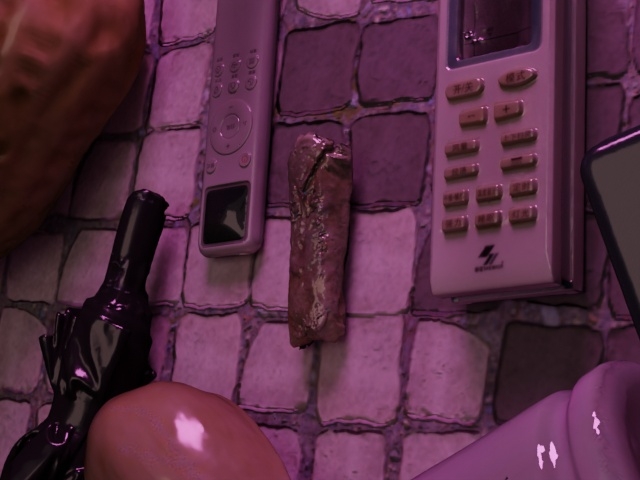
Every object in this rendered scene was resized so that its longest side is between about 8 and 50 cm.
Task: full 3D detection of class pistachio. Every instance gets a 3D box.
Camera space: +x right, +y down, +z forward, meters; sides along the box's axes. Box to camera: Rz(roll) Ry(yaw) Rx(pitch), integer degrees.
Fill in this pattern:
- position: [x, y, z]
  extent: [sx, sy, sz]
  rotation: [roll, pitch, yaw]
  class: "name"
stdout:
- position: [-0.099, 0.192, 1.084]
  extent: [0.215, 0.144, 0.144]
  rotation: [37, 102, 42]
  class: "pistachio"

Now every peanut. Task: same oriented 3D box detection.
- position: [-0.305, -0.114, 1.326]
  extent: [0.387, 0.169, 0.192]
  rotation: [-54, 45, 15]
  class: "peanut"

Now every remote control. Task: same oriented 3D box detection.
- position: [-0.072, -0.113, 1.220]
  extent: [0.067, 0.029, 0.261]
  rotation: [-8, 73, 39]
  class: "remote control"
- position: [0.135, -0.097, 1.022]
  extent: [0.103, 0.055, 0.277]
  rotation: [-8, 72, 38]
  class: "remote control"

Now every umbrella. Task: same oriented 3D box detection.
- position: [-0.191, 0.121, 1.209]
  extent: [0.118, 0.118, 0.340]
  rotation: [10, 80, 42]
  class: "umbrella"

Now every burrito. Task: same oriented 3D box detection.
- position: [-0.001, 0.000, 1.120]
  extent: [0.051, 0.042, 0.171]
  rotation: [-2, 77, 29]
  class: "burrito"

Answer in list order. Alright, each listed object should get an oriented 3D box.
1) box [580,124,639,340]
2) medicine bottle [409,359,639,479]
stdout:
- position: [0.283, -0.025, 0.845]
  extent: [0.230, 0.050, 0.160]
  rotation: [-24, 71, 21]
  class: "box"
- position: [0.104, 0.231, 0.854]
  extent: [0.316, 0.202, 0.202]
  rotation: [-37, 56, 28]
  class: "medicine bottle"
